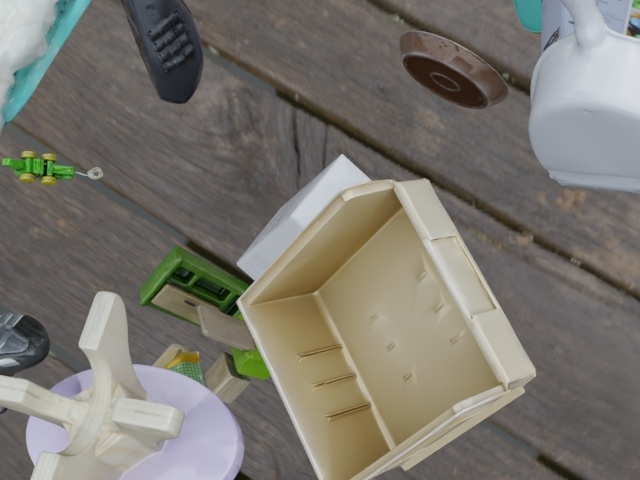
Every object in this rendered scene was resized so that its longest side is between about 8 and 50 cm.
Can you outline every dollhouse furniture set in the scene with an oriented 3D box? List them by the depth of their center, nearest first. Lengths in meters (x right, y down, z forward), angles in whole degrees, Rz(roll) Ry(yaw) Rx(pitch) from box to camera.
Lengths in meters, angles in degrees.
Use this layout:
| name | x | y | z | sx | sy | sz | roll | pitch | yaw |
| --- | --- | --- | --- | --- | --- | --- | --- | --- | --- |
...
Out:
| name | x | y | z | sx | sy | sz | roll | pitch | yaw |
| --- | --- | --- | --- | --- | --- | --- | --- | --- | --- |
| dollhouse furniture set | -0.225 | 0.196 | 1.415 | 0.301 | 0.151 | 0.197 | -48 | 35 | 19 |

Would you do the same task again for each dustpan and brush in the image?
| name | x | y | z | sx | sy | sz | roll | pitch | yaw |
| --- | --- | --- | --- | --- | --- | --- | --- | --- | --- |
| dustpan and brush | 0.178 | -0.103 | 0.609 | 0.147 | 0.211 | 0.060 | 9 | 71 | 41 |

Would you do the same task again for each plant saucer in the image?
| name | x | y | z | sx | sy | sz | roll | pitch | yaw |
| --- | --- | --- | --- | --- | --- | --- | --- | --- | --- |
| plant saucer | 0.175 | -0.226 | 1.326 | 0.168 | 0.168 | 0.029 | 29 | 82 | 14 |

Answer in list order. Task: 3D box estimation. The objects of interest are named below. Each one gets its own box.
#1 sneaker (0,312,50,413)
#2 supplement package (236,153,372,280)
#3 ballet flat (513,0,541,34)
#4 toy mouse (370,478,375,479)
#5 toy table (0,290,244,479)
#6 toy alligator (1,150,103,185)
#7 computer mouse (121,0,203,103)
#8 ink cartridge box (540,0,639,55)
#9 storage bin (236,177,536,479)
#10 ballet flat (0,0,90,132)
| name | x | y | z | sx | sy | sz | roll | pitch | yaw |
| --- | --- | --- | --- | --- | --- | --- | --- | --- | --- |
| sneaker | -0.410 | 0.166 | 1.237 | 0.229 | 0.132 | 0.086 | -2 | 36 | 30 |
| supplement package | 0.000 | 0.000 | 1.837 | 0.177 | 0.293 | 0.175 | 42 | 60 | -7 |
| ballet flat | 0.383 | -0.526 | 1.635 | 0.123 | 0.348 | 0.123 | -9 | 32 | 5 |
| toy mouse | 0.084 | 0.348 | 1.218 | 0.031 | 0.143 | 0.161 | -41 | 86 | 7 |
| toy table | -0.239 | 0.202 | 1.090 | 0.274 | 0.161 | 0.252 | -5 | 62 | 16 |
| toy alligator | -0.515 | -0.131 | 1.856 | 0.190 | 0.051 | 0.056 | 6 | 75 | -30 |
| computer mouse | -0.123 | -0.199 | 0.629 | 0.041 | 0.242 | 0.071 | -22 | 35 | -9 |
| ink cartridge box | 0.341 | -0.216 | 1.083 | 0.186 | 0.065 | 0.311 | 18 | 44 | -6 |
| storage bin | 0.065 | 0.107 | 1.068 | 0.123 | 0.260 | 0.262 | -8 | 63 | -40 |
| ballet flat | -0.223 | -0.024 | 0.443 | 0.147 | 0.147 | 0.409 | 19 | 77 | 12 |
